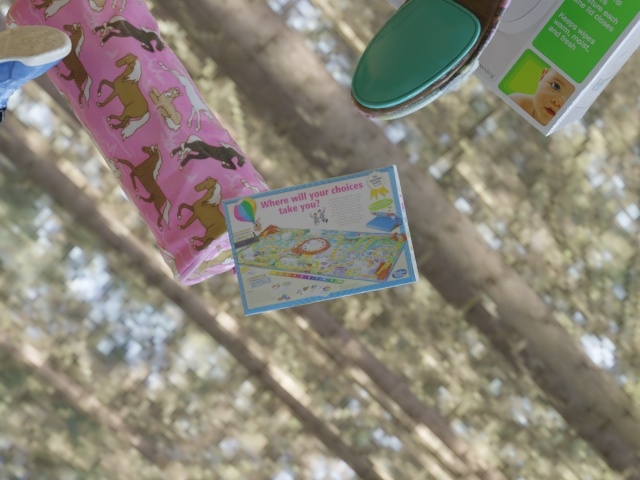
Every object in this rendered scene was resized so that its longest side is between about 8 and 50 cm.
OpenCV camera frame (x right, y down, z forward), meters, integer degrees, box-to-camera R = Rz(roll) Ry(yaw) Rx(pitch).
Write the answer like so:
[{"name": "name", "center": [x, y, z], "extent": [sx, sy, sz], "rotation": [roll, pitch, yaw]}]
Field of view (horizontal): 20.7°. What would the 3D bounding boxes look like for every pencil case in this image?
[{"name": "pencil case", "center": [-0.191, -0.131, 1.943], "extent": [0.160, 0.386, 0.167], "rotation": [-43, 167, 33]}]

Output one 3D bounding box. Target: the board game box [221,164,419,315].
[{"name": "board game box", "center": [0.000, 0.000, 1.515], "extent": [0.154, 0.103, 0.026], "rotation": [-11, 180, 9]}]

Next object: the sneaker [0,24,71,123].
[{"name": "sneaker", "center": [-0.330, -0.166, 1.824], "extent": [0.152, 0.085, 0.058], "rotation": [-23, -129, -20]}]

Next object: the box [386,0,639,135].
[{"name": "box", "center": [0.184, -0.266, 1.512], "extent": [0.231, 0.262, 0.127], "rotation": [-52, 170, 25]}]

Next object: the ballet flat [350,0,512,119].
[{"name": "ballet flat", "center": [0.108, -0.172, 1.299], "extent": [0.077, 0.079, 0.221], "rotation": [35, -91, 22]}]
